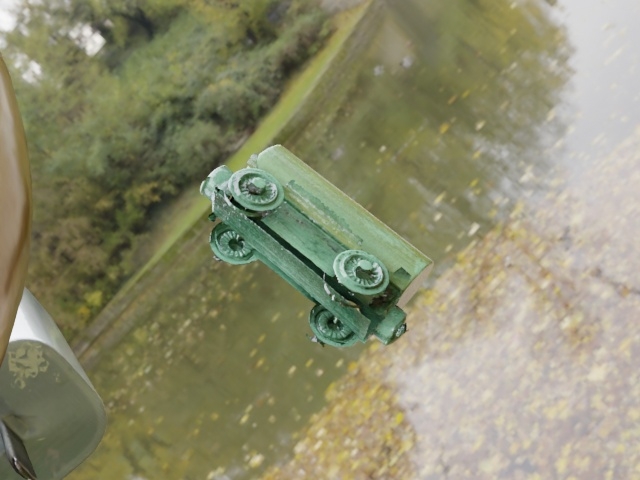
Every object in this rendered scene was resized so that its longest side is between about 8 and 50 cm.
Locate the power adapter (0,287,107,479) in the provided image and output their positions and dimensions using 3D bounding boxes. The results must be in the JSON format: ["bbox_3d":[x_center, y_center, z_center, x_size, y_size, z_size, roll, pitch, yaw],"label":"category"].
[{"bbox_3d":[-0.274,0.142,0.732,0.187,0.124,0.255,-41,30,-12],"label":"power adapter"}]

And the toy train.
[{"bbox_3d":[0.003,-0.006,1.132,0.189,0.307,0.126,-42,-18,-34],"label":"toy train"}]

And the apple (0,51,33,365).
[{"bbox_3d":[-0.275,0.000,0.307,0.364,0.364,0.364,-47,10,10],"label":"apple"}]
